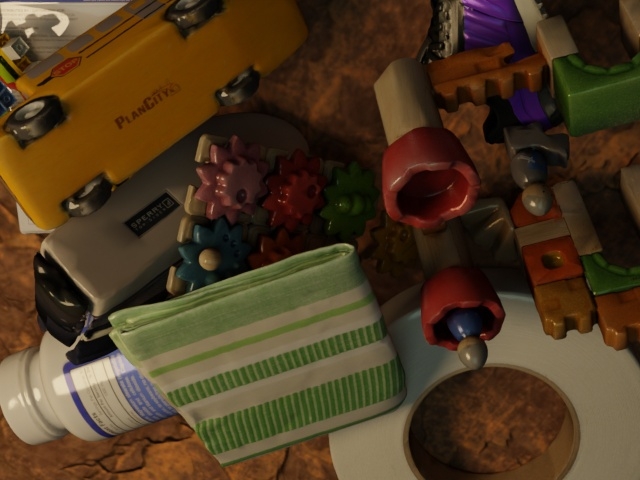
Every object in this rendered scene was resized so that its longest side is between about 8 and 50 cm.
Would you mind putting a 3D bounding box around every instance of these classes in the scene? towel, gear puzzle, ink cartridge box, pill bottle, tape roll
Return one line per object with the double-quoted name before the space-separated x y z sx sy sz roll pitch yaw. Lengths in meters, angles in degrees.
"towel" -0.046 0.129 1.125 0.248 0.038 0.325 -18 143 5
"gear puzzle" 0.000 0.000 1.124 0.339 0.044 0.175 8 99 -44
"ink cartridge box" -0.244 -0.157 1.164 0.186 0.065 0.311 0 117 3
"pill bottle" -0.224 0.141 1.248 0.272 0.152 0.152 -20 111 12
"tape roll" 0.201 0.220 1.306 0.392 0.072 0.392 1 114 2

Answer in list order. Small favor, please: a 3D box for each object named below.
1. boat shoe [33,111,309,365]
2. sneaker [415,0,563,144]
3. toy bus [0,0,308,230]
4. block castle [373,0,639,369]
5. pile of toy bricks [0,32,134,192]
"boat shoe" -0.160 -0.005 1.140 0.127 0.340 0.158 47 145 14
"sneaker" 0.150 -0.218 1.095 0.146 0.102 0.293 -27 110 15
"toy bus" -0.170 -0.156 1.035 0.333 0.130 0.108 -39 127 -15
"block castle" 0.291 -0.054 1.033 0.453 0.212 0.303 -15 140 4
"pile of toy bricks" -0.298 -0.099 1.120 0.105 0.118 0.212 0 136 47
